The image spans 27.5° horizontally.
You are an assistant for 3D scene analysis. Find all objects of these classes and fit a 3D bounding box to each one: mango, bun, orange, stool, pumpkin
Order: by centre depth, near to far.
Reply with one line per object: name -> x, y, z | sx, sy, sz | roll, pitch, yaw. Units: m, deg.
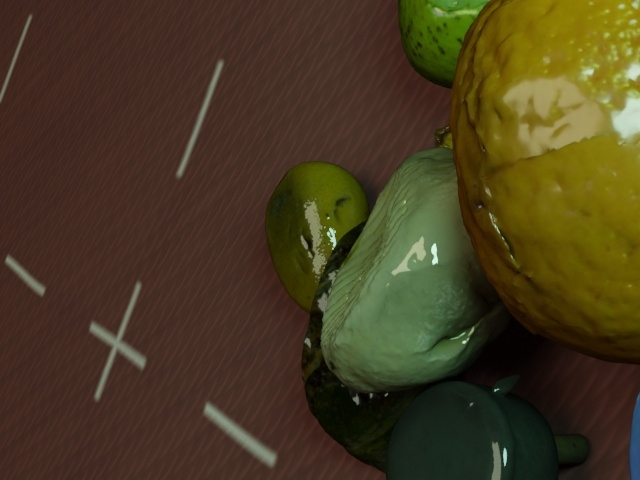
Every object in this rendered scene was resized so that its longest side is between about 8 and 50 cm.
orange -> 0.263, -0.071, 1.042 | 0.293, 0.340, 0.341 | -10, 65, 21
stool -> 0.140, 0.230, 1.223 | 0.228, 0.139, 0.153 | -48, 43, 30
bun -> 0.114, 0.030, 1.253 | 0.259, 0.160, 0.259 | -155, 90, -85
pumpkin -> 0.073, 0.105, 1.388 | 0.163, 0.111, 0.279 | 14, 85, 48
mango -> 0.000, 0.000, 1.529 | 0.137, 0.098, 0.195 | -34, 56, 34

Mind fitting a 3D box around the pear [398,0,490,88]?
pear -> 0.177, -0.297, 1.371 | 0.282, 0.176, 0.286 | -52, 40, 26

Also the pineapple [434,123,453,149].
pineapple -> 0.168, -0.099, 1.396 | 0.137, 0.069, 0.116 | -60, 33, 1

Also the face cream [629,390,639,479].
face cream -> 0.374, 0.159, 0.893 | 0.249, 0.225, 0.249 | -25, 55, 41
